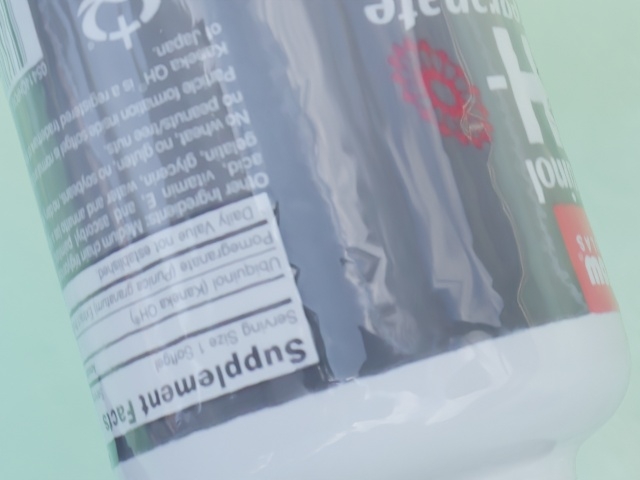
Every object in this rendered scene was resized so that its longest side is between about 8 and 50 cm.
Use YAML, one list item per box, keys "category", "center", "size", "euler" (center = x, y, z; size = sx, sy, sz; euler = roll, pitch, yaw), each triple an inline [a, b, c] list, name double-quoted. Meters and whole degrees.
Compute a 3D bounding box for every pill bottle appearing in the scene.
- category: "pill bottle"
  center: [0.000, 0.000, 0.624]
  size: [0.176, 0.176, 0.318]
  euler: [-19, 82, 11]
